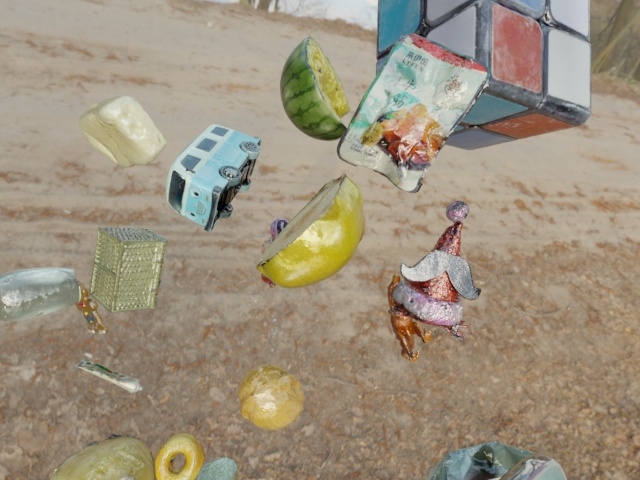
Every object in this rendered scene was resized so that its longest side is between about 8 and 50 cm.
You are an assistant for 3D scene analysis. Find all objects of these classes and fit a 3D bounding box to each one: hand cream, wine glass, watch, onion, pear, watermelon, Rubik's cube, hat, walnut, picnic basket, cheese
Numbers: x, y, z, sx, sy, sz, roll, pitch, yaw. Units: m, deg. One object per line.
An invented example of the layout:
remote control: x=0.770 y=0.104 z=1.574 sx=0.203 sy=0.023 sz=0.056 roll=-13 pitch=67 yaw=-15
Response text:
hand cream: x=-0.513 y=0.331 z=1.146 sx=0.165 sy=0.037 sz=0.057 roll=27 pitch=0 yaw=-5
wine glass: x=-0.649 y=0.118 z=1.029 sx=0.204 sy=0.111 sz=0.111 roll=-12 pitch=47 yaw=-42
watch: x=0.288 y=0.443 z=0.803 sx=0.253 sy=0.241 sz=0.162 roll=-14 pitch=88 yaw=-36
onion: x=-0.197 y=0.151 z=1.958 sx=0.107 sy=0.107 sz=0.097 roll=16 pitch=61 yaw=-2
pear: x=0.000 y=0.000 z=1.405 sx=0.191 sy=0.340 sz=0.386 roll=46 pitch=75 yaw=-12
watermelon: x=-0.033 y=-0.456 z=1.488 sx=0.331 sy=0.189 sz=0.331 roll=53 pitch=20 yaw=-28
Rubik's cube: x=0.318 y=-0.380 z=0.953 sx=0.315 sy=0.314 sz=0.318 roll=5 pitch=-4 yaw=-30
hat: x=0.212 y=0.046 z=0.792 sx=0.140 sy=0.228 sz=0.129 roll=21 pitch=14 yaw=17
walnut: x=-0.124 y=0.388 z=1.165 sx=0.159 sy=0.207 sz=0.159 roll=-5 pitch=69 yaw=14
picnic basket: x=-0.504 y=0.074 z=1.254 sx=0.134 sy=0.197 sz=0.154 roll=21 pitch=14 yaw=36
cheese: x=-0.464 y=-0.252 z=1.090 sx=0.262 sy=0.159 sz=0.093 roll=7 pitch=50 yaw=46

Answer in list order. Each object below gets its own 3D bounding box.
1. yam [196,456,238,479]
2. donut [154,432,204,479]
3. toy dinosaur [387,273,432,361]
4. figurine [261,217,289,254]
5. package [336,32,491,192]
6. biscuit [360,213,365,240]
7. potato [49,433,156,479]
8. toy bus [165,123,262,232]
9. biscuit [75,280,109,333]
yam: x=-0.257 y=0.641 z=1.157 sx=0.107 sy=0.194 sz=0.107 roll=6 pitch=16 yaw=-2
donut: x=-0.419 y=0.649 z=1.379 sx=0.151 sy=0.058 sz=0.152 roll=1 pitch=72 yaw=-3
toy dinosaur: x=0.295 y=0.322 z=1.587 sx=0.097 sy=0.433 sz=0.208 roll=-18 pitch=31 yaw=-12
figurine: x=-0.142 y=0.006 z=1.658 sx=0.113 sy=0.157 sz=0.126 roll=-2 pitch=51 yaw=-30
package: x=0.137 y=-0.199 z=0.732 sx=0.166 sy=0.232 sz=0.040 roll=35 pitch=9 yaw=18
biscuit: x=0.042 y=-0.051 z=1.924 sx=0.296 sy=0.102 sz=0.297 roll=-17 pitch=45 yaw=17
potato: x=-0.516 y=0.604 z=1.128 sx=0.285 sy=0.243 sz=0.242 roll=-26 pitch=55 yaw=-38
toy bus: x=-0.260 y=-0.162 z=1.121 sx=0.164 sy=0.133 sz=0.271 roll=23 pitch=40 yaw=-2
biscuit: x=-0.813 y=0.237 z=1.629 sx=0.138 sy=0.205 sz=0.031 roll=-6 pitch=17 yaw=38
